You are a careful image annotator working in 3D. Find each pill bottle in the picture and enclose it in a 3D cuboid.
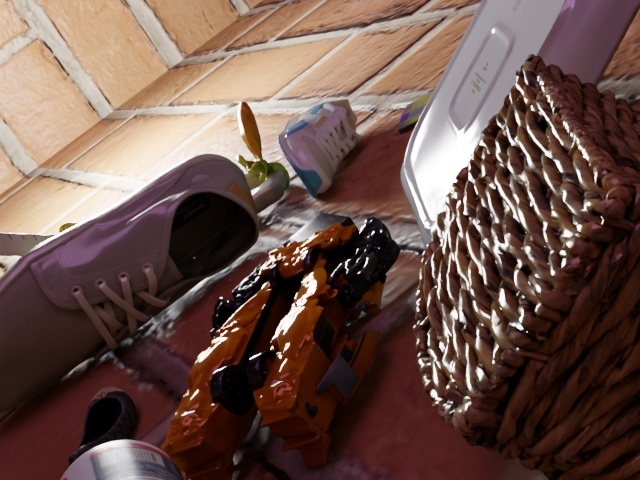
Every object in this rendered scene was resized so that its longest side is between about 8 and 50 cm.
[{"bbox_3d":[-0.135,0.227,0.762,0.108,0.108,0.180,-37,20,-8],"label":"pill bottle"}]

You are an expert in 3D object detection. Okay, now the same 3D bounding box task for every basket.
[{"bbox_3d":[0.202,0.043,0.688,0.299,0.223,0.213,-88,24,-66],"label":"basket"}]

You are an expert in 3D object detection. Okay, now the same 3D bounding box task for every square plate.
[{"bbox_3d":[0.167,-0.144,0.982,0.347,0.049,0.344,-96,31,-68],"label":"square plate"}]

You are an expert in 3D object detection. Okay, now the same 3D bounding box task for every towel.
[{"bbox_3d":[0.135,-0.175,1.411,0.060,0.009,0.083,-23,23,26],"label":"towel"}]

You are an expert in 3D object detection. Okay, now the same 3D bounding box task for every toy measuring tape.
[{"bbox_3d":[-0.344,0.029,1.381,0.330,0.121,0.121,1,-10,-45],"label":"toy measuring tape"}]

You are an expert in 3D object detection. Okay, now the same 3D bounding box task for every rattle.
[{"bbox_3d":[-0.155,-0.080,1.464,0.200,0.143,0.130,-20,42,20],"label":"rattle"}]

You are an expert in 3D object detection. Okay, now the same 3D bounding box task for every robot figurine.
[{"bbox_3d":[-0.027,0.089,0.945,0.211,0.085,0.291,-22,24,30],"label":"robot figurine"}]

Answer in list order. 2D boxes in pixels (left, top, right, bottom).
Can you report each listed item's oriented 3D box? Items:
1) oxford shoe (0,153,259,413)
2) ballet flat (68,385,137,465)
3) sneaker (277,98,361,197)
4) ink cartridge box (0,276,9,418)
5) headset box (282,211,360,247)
[{"bbox_3d":[-0.257,0.057,1.293,0.449,0.169,0.130,-38,42,-12],"label":"oxford shoe"},{"bbox_3d":[-0.223,0.190,1.067,0.057,0.049,0.173,-32,20,4],"label":"ballet flat"},{"bbox_3d":[0.003,-0.135,1.413,0.092,0.087,0.228,-26,23,14],"label":"sneaker"},{"bbox_3d":[-0.467,0.118,1.339,0.172,0.237,0.100,-40,24,-17],"label":"ink cartridge box"},{"bbox_3d":[0.000,0.000,1.184,0.062,0.032,0.083,-40,22,-17],"label":"headset box"}]
